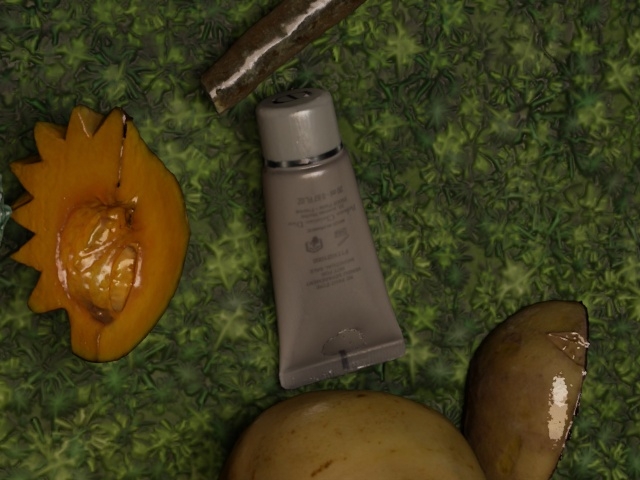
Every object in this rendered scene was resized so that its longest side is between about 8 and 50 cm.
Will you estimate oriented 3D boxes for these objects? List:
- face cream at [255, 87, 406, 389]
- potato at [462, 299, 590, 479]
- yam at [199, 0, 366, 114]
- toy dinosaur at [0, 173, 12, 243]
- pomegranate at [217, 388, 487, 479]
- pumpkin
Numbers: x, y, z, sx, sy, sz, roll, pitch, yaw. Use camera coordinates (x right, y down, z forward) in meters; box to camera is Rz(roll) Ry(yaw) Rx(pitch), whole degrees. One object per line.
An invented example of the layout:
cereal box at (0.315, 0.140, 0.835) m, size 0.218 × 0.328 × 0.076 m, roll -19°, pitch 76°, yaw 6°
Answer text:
face cream at (0.000, 0.000, 1.715) m, size 0.143 × 0.089 × 0.314 m, roll -16°, pitch 109°, yaw -13°
potato at (0.209, 0.180, 1.776) m, size 0.100 × 0.120 × 0.261 m, roll 18°, pitch 93°, yaw -10°
yam at (-0.012, -0.232, 1.690) m, size 0.274 × 0.061 × 0.061 m, roll -39°, pitch 105°, yaw -5°
toy dinosaur at (-0.382, 0.071, 1.631) m, size 0.076 × 0.129 × 0.383 m, roll 26°, pitch 117°, yaw -9°
pomegranate at (0.023, 0.299, 1.654) m, size 0.319 × 0.319 × 0.319 m, roll -2°, pitch 98°, yaw -14°
pumpkin at (-0.221, -0.019, 1.659) m, size 0.130 × 0.149 × 0.254 m, roll 11°, pitch 103°, yaw 27°
